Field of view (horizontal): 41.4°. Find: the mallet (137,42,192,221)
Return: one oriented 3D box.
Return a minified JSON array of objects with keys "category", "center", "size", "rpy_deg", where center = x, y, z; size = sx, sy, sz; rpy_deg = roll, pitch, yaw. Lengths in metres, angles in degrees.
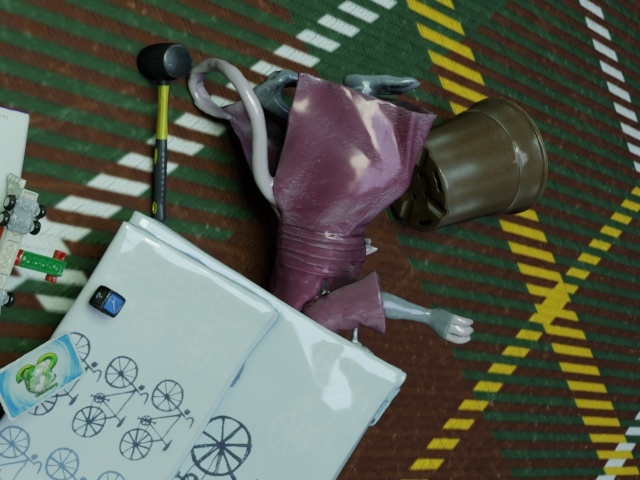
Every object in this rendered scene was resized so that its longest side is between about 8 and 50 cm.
[{"category":"mallet","center":[-0.175,-0.117,0.908],"size":[0.039,0.062,0.189],"rpy_deg":[-3,108,-39]}]

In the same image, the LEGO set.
[{"category":"LEGO set","center":[-0.282,0.066,0.690],"size":[0.244,0.060,0.182],"rpy_deg":[-33,124,-34]}]

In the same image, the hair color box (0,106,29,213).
[{"category":"hair color box","center":[-0.369,0.042,0.697],"size":[0.185,0.110,0.338],"rpy_deg":[11,82,-41]}]

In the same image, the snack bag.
[{"category":"snack bag","center":[-0.124,0.192,0.836],"size":[0.343,0.037,0.323],"rpy_deg":[33,89,-18]}]

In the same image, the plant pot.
[{"category":"plant pot","center":[0.185,-0.092,1.138],"size":[0.165,0.167,0.167],"rpy_deg":[-21,105,-30]}]

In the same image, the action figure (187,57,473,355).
[{"category":"action figure","center":[0.000,0.000,0.920],"size":[0.276,0.248,0.370],"rpy_deg":[6,93,-30]}]
